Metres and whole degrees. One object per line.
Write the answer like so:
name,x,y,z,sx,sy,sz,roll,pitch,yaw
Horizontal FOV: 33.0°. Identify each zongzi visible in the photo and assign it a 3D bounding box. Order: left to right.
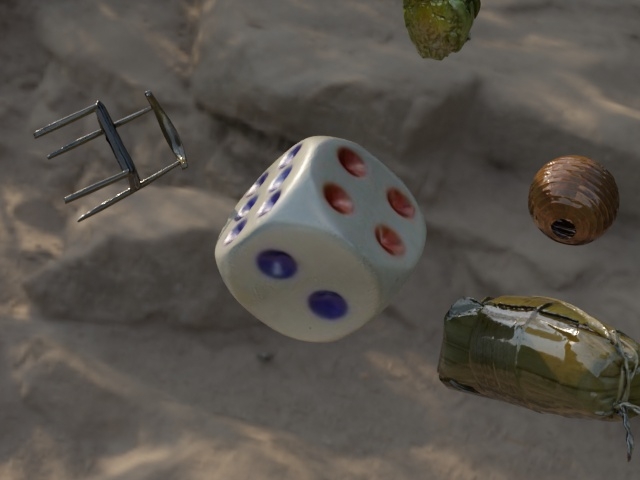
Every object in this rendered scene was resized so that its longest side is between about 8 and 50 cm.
zongzi,0.544,0.212,2.060,0.466,0.218,0.500,-8,12,-38

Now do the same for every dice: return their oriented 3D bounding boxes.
dice,0.000,0.000,2.120,0.304,0.304,0.277,40,41,-17

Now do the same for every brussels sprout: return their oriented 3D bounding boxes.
brussels sprout,0.212,-0.404,1.909,0.139,0.181,0.100,25,62,16

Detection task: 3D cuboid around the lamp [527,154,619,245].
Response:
lamp,0.375,-0.059,1.600,0.136,0.136,0.136,12,24,-5

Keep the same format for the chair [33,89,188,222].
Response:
chair,-0.418,-0.185,2.202,0.272,0.166,0.188,-26,80,-9
